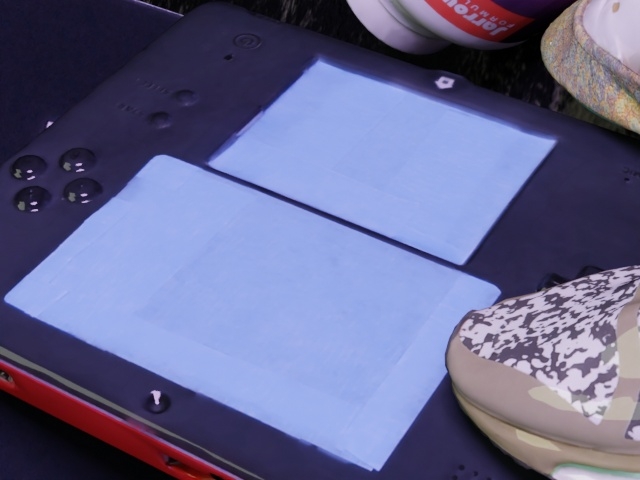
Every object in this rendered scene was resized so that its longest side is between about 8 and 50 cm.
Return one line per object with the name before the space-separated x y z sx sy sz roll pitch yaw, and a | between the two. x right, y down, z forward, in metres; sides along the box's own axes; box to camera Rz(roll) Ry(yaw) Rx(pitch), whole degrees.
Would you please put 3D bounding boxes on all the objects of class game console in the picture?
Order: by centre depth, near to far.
game console | 0.000 0.000 0.751 0.342 0.386 0.060 -51 -27 -35

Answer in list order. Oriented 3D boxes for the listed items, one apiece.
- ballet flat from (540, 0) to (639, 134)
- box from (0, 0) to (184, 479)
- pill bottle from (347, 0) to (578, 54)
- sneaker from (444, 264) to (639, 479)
ballet flat | 0.226 -0.100 0.726 0.123 0.123 0.348 -60 32 17
box | -0.209 0.141 1.001 0.472 0.297 0.480 119 163 -48
pill bottle | 0.151 -0.246 0.892 0.323 0.181 0.182 -29 49 51
sneaker | 0.221 -0.008 0.518 0.410 0.182 0.158 -11 23 35
